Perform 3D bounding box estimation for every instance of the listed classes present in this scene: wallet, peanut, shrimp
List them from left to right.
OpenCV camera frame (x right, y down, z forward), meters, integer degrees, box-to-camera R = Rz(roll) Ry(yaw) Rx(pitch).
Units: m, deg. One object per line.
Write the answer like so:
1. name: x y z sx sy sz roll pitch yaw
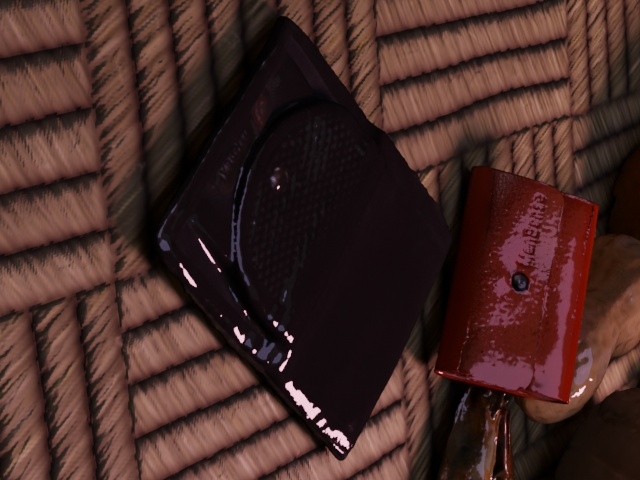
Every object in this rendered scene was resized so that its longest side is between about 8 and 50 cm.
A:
1. wallet: 0.000 0.000 1.223 0.247 0.041 0.323 -61 139 -24
2. shrimp: 0.155 0.220 1.435 0.115 0.051 0.217 19 76 -52
3. wallet: 0.189 0.043 1.411 0.142 0.045 0.204 16 76 -19
4. peanut: 0.270 0.088 1.519 0.263 0.101 0.117 -42 113 -44

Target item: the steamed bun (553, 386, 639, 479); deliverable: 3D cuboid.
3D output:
1. steamed bun: 0.361 0.366 1.574 0.236 0.247 0.383 -22 113 -27

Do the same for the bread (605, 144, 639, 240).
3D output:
1. bread: 0.428 -0.001 1.681 0.268 0.146 0.268 -5 96 -48
